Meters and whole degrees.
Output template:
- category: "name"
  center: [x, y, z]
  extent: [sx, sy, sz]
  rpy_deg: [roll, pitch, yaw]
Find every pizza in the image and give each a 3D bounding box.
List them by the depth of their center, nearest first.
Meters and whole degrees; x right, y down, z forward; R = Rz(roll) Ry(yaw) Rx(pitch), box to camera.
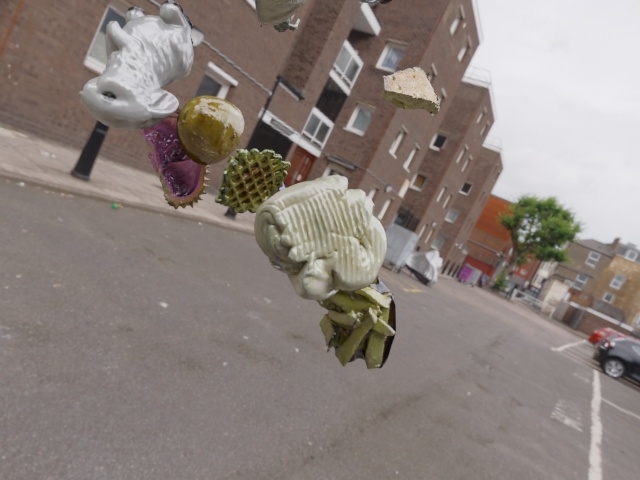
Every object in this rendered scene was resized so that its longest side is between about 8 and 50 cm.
- category: "pizza"
  center: [0.279, -0.487, 1.405]
  extent: [0.189, 0.203, 0.080]
  rpy_deg: [8, -37, -9]

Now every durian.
- category: "durian"
  center: [-0.434, -0.271, 1.360]
  extent: [0.192, 0.340, 0.112]
  rpy_deg: [-18, 15, -5]

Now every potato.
- category: "potato"
  center: [-0.326, -0.321, 1.210]
  extent: [0.178, 0.204, 0.158]
  rpy_deg: [57, 5, 2]

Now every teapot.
- category: "teapot"
  center: [-0.136, -0.970, 1.866]
  extent: [0.107, 0.200, 0.077]
  rpy_deg: [22, -37, -13]

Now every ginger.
- category: "ginger"
  center: [0.099, 0.293, 1.668]
  extent: [0.359, 0.412, 0.211]
  rpy_deg: [-11, -11, 31]

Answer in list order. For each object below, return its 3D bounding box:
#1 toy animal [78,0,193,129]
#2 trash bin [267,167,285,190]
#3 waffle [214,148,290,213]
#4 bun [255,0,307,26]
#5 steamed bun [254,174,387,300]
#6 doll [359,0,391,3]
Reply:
- category: "toy animal"
  center: [-0.450, -0.424, 1.111]
  extent: [0.194, 0.356, 0.258]
  rpy_deg: [-2, -26, 30]
- category: "trash bin"
  center: [-0.273, -0.313, 2.196]
  extent: [0.234, 0.163, 0.184]
  rpy_deg: [64, 17, -10]
- category: "waffle"
  center: [-0.281, -0.244, 1.782]
  extent: [0.298, 0.316, 0.073]
  rpy_deg: [2, 38, -45]
- category: "bun"
  center: [-0.095, -0.743, 1.215]
  extent: [0.175, 0.262, 0.263]
  rpy_deg: [0, 6, -2]
- category: "steamed bun"
  center: [0.000, 0.000, 1.262]
  extent: [0.338, 0.353, 0.247]
  rpy_deg: [68, -16, 1]
- category: "doll"
  center: [0.139, -0.783, 1.235]
  extent: [0.153, 0.194, 0.258]
  rpy_deg: [-3, 25, 39]
